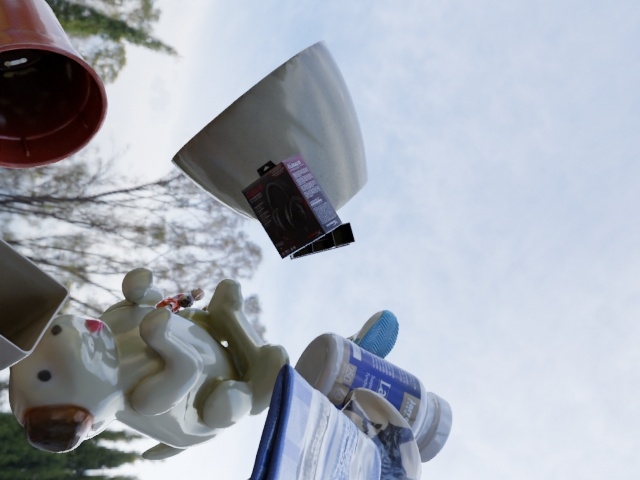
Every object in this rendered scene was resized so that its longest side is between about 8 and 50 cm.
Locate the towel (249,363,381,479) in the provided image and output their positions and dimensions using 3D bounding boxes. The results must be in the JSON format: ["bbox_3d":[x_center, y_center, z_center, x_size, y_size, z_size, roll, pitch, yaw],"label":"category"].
[{"bbox_3d":[0.001,0.272,0.672,0.034,0.285,0.209,-1,-122,24],"label":"towel"}]

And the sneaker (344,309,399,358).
[{"bbox_3d":[0.085,0.228,1.383,0.228,0.088,0.092,-62,-149,25],"label":"sneaker"}]

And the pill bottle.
[{"bbox_3d":[0.088,0.279,1.137,0.153,0.265,0.153,-51,-160,27],"label":"pill bottle"}]

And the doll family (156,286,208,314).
[{"bbox_3d":[-0.353,0.194,1.678,0.263,0.163,0.118,-110,-173,-88],"label":"doll family"}]

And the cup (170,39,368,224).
[{"bbox_3d":[-0.053,-0.147,1.134,0.331,0.237,0.331,-38,-172,6],"label":"cup"}]

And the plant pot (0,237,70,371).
[{"bbox_3d":[-0.334,0.073,0.641,0.096,0.109,0.109,-40,-159,21],"label":"plant pot"}]

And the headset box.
[{"bbox_3d":[-0.029,-0.034,0.599,0.062,0.032,0.083,-29,-87,39],"label":"headset box"}]

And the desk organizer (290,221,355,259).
[{"bbox_3d":[0.000,0.000,1.325,0.050,0.130,0.047,156,-80,-76],"label":"desk organizer"}]

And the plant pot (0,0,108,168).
[{"bbox_3d":[-0.568,-0.321,1.220,0.272,0.273,0.265,-55,-130,32],"label":"plant pot"}]

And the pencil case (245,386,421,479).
[{"bbox_3d":[-0.042,0.358,0.848,0.184,0.410,0.159,-13,-75,56],"label":"pencil case"}]

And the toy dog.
[{"bbox_3d":[-0.335,0.231,1.165,0.395,0.408,0.284,-54,-133,27],"label":"toy dog"}]
